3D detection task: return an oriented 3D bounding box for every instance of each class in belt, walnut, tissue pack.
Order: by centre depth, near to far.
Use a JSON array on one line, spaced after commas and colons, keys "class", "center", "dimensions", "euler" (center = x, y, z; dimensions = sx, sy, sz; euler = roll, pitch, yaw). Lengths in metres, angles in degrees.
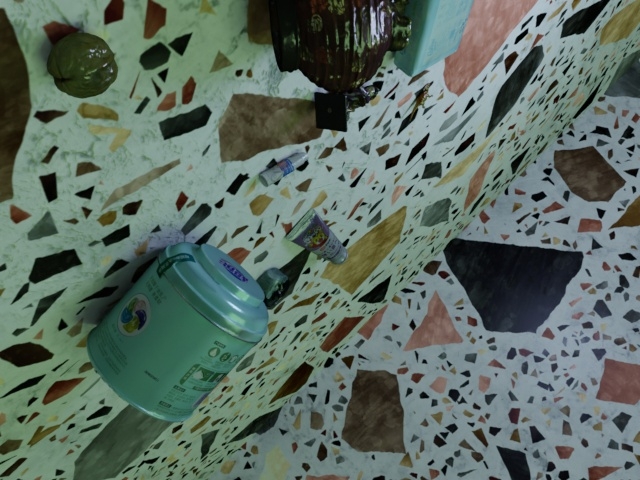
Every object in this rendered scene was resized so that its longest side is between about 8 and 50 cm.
[{"class": "walnut", "center": [-0.317, -0.234, 0.805], "dimensions": [0.092, 0.092, 0.092], "euler": [-38, 157, -19]}, {"class": "tissue pack", "center": [0.258, -0.512, 1.333], "dimensions": [0.177, 0.089, 0.263], "euler": [-35, 158, -22]}, {"class": "belt", "center": [-0.141, 0.139, 1.785], "dimensions": [0.105, 0.058, 0.140], "euler": [-42, 157, -18]}]

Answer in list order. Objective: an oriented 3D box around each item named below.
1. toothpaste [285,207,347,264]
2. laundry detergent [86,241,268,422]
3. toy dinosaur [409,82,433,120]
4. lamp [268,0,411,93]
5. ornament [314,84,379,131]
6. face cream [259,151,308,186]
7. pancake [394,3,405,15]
[{"class": "toothpaste", "center": [0.000, 0.000, 1.796], "dimensions": [0.114, 0.073, 0.299], "euler": [-47, 150, 2]}, {"class": "laundry detergent", "center": [-0.284, 0.176, 1.291], "dimensions": [0.305, 0.287, 0.287], "euler": [-48, 158, 5]}, {"class": "toy dinosaur", "center": [0.278, -0.381, 1.669], "dimensions": [0.041, 0.026, 0.113], "euler": [3, 119, -53]}, {"class": "lamp", "center": [0.031, -0.363, 0.996], "dimensions": [0.247, 0.247, 0.247], "euler": [-38, 157, -19]}, {"class": "ornament", "center": [0.069, -0.323, 1.358], "dimensions": [0.203, 0.088, 0.081], "euler": [-42, 137, -42]}, {"class": "face cream", "center": [-0.081, -0.168, 1.392], "dimensions": [0.130, 0.034, 0.034], "euler": [-34, 155, -26]}, {"class": "pancake", "center": [0.091, -0.430, 1.236], "dimensions": [0.222, 0.042, 0.236], "euler": [-36, 160, -34]}]
